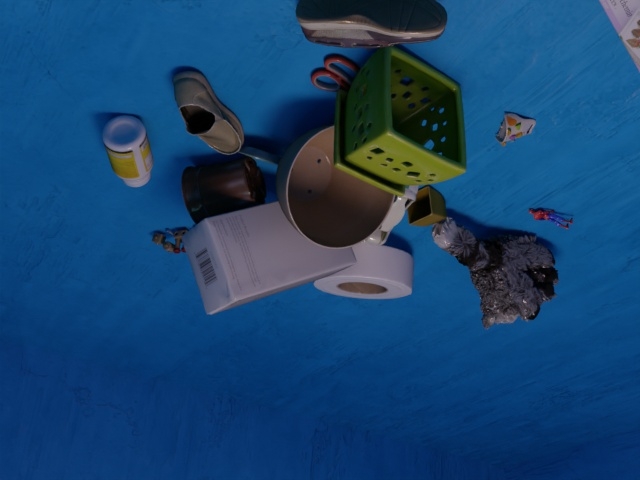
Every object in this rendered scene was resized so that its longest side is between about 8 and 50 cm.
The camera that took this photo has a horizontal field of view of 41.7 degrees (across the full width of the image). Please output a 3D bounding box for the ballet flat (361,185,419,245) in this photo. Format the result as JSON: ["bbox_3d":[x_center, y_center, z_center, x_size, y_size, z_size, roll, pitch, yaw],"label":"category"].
[{"bbox_3d":[0.149,-0.066,2.146,0.139,0.139,0.400,12,150,-12],"label":"ballet flat"}]

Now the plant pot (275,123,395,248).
[{"bbox_3d":[0.009,-0.140,1.949,0.284,0.284,0.191,25,-179,-31],"label":"plant pot"}]

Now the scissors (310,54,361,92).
[{"bbox_3d":[0.105,-0.309,1.836,0.297,0.021,0.109,29,141,-33],"label":"scissors"}]

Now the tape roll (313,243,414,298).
[{"bbox_3d":[0.124,0.091,2.390,0.286,0.100,0.286,5,164,1],"label":"tape roll"}]

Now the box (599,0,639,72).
[{"bbox_3d":[0.560,-0.421,1.523,0.063,0.067,0.324,-16,145,33],"label":"box"}]

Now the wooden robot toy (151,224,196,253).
[{"bbox_3d":[-0.398,0.008,2.432,0.173,0.076,0.079,-7,159,21],"label":"wooden robot toy"}]

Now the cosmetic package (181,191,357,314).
[{"bbox_3d":[-0.122,0.022,2.086,0.385,0.217,0.156,-13,170,-37],"label":"cosmetic package"}]

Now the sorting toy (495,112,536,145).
[{"bbox_3d":[0.441,-0.248,1.879,0.075,0.045,0.083,-11,152,-10],"label":"sorting toy"}]

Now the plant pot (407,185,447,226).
[{"bbox_3d":[0.279,-0.081,2.154,0.083,0.081,0.081,15,151,-40],"label":"plant pot"}]

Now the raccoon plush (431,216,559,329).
[{"bbox_3d":[0.450,0.076,2.356,0.446,0.216,0.299,39,154,-10],"label":"raccoon plush"}]

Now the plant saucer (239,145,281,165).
[{"bbox_3d":[-0.140,-0.204,2.017,0.119,0.021,0.119,19,-178,-1],"label":"plant saucer"}]

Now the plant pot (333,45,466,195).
[{"bbox_3d":[0.151,-0.233,1.748,0.227,0.228,0.207,21,148,-33],"label":"plant pot"}]

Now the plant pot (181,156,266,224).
[{"bbox_3d":[-0.233,-0.126,2.090,0.165,0.167,0.167,-14,146,17],"label":"plant pot"}]

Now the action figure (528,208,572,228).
[{"bbox_3d":[0.595,-0.061,2.181,0.115,0.030,0.038,15,144,-7],"label":"action figure"}]

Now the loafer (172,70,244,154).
[{"bbox_3d":[-0.259,-0.268,1.897,0.102,0.092,0.268,-8,148,22],"label":"loafer"}]

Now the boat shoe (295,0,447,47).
[{"bbox_3d":[0.097,-0.411,1.590,0.285,0.103,0.092,4,156,10],"label":"boat shoe"}]

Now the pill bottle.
[{"bbox_3d":[-0.459,-0.209,2.023,0.103,0.103,0.184,5,150,1],"label":"pill bottle"}]
